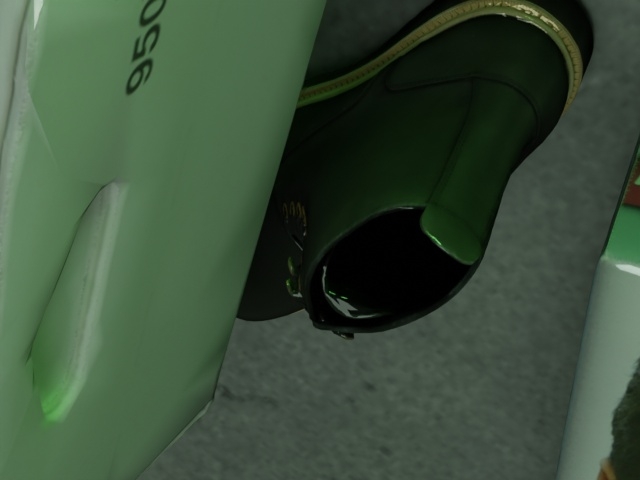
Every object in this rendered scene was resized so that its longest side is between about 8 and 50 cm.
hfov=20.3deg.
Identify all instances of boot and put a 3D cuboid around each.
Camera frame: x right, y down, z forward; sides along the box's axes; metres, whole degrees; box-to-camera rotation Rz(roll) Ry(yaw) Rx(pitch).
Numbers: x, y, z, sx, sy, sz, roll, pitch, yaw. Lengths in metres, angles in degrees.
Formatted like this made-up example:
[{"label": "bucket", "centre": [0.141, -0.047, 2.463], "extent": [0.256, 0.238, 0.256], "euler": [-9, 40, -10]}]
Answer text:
[{"label": "boot", "centre": [0.000, 0.000, 0.616], "extent": [0.077, 0.137, 0.198], "euler": [37, 133, -9]}]

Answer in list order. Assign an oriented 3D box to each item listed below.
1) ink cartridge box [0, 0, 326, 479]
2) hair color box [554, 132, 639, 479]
[{"label": "ink cartridge box", "centre": [-0.205, -0.095, 0.554], "extent": [0.395, 0.166, 0.285], "euler": [32, 134, 15]}, {"label": "hair color box", "centre": [0.176, 0.137, 0.669], "extent": [0.185, 0.113, 0.374], "euler": [14, 130, 13]}]
